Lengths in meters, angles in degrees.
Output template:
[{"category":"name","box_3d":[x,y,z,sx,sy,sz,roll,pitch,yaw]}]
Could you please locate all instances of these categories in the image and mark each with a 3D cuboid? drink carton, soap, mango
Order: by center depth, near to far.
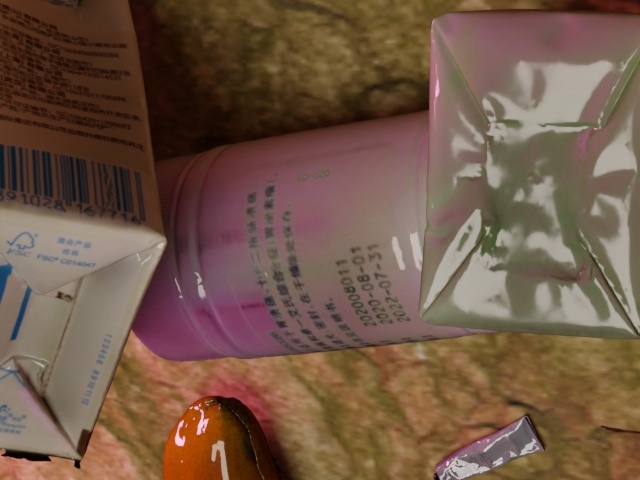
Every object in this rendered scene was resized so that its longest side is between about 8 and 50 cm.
[{"category":"soap","box_3d":[0.157,-0.042,0.975,0.138,0.199,0.182,3,95,26]},{"category":"drink carton","box_3d":[-0.198,-0.034,1.090,0.132,0.324,0.194,11,125,-21]},{"category":"mango","box_3d":[-0.073,0.197,1.294,0.105,0.084,0.159,0,94,42]}]

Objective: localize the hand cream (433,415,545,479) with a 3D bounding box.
[{"category":"hand cream","box_3d":[0.123,0.158,1.223,0.093,0.019,0.030,-29,98,26]}]

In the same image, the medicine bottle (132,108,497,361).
[{"category":"medicine bottle","box_3d":[0.000,0.000,1.118,0.254,0.152,0.152,-7,111,29]}]
